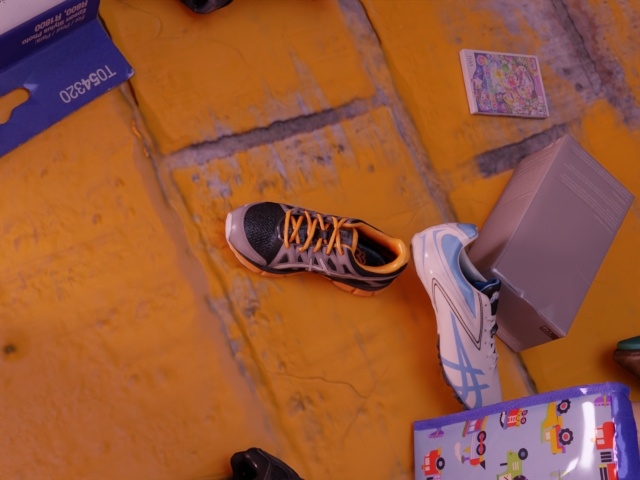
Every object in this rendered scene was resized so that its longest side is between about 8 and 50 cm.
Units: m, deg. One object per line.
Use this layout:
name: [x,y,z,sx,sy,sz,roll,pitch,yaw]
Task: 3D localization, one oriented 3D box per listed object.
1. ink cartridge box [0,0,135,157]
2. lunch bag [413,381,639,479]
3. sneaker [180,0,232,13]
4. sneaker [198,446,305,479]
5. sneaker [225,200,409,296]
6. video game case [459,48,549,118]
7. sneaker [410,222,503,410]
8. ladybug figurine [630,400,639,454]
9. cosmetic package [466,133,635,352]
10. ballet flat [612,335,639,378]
ink cartridge box: [-0.383,-0.237,1.207,0.324,0.071,0.330,-40,93,-34]
lunch bag: [0.225,0.273,1.242,0.138,0.293,0.221,10,69,-27]
sneaker: [-0.100,-0.310,1.385,0.299,0.111,0.121,5,81,-23]
sneaker: [-0.104,0.305,1.160,0.135,0.097,0.276,47,55,-8]
sneaker: [0.000,0.000,1.335,0.214,0.083,0.084,13,68,-25]
video game case: [0.237,-0.201,1.584,0.122,0.011,0.087,0,73,-30]
sneaker: [0.168,0.094,1.366,0.085,0.086,0.237,-52,126,-66]
ladybug figurine: [0.465,0.346,1.434,0.449,0.162,0.305,27,61,-20]
cosmetic package: [0.267,0.003,1.479,0.127,0.107,0.238,43,60,-11]
ballet flat: [0.511,0.160,1.574,0.342,0.116,0.124,-11,98,-36]
